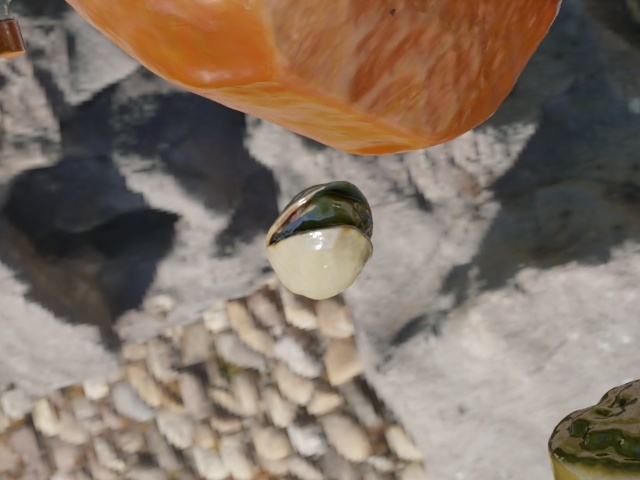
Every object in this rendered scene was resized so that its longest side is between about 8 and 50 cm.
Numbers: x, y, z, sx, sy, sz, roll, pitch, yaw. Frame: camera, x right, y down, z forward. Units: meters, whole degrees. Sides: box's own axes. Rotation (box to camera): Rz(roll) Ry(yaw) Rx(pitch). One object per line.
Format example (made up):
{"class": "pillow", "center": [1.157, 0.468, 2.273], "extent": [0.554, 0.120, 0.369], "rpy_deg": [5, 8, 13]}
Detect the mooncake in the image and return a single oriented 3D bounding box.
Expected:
{"class": "mooncake", "center": [0.400, 0.249, 1.948], "extent": [0.234, 0.235, 0.117], "rpy_deg": [4, 116, 40]}

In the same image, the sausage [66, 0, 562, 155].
{"class": "sausage", "center": [-0.005, -0.120, 0.616], "extent": [0.141, 0.268, 0.153], "rpy_deg": [37, 102, 25]}

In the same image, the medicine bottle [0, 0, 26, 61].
{"class": "medicine bottle", "center": [-0.355, -0.295, 1.481], "extent": [0.157, 0.157, 0.289], "rpy_deg": [-13, 96, 41]}

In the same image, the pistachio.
{"class": "pistachio", "center": [0.000, 0.000, 2.114], "extent": [0.144, 0.144, 0.215], "rpy_deg": [56, 161, 18]}
